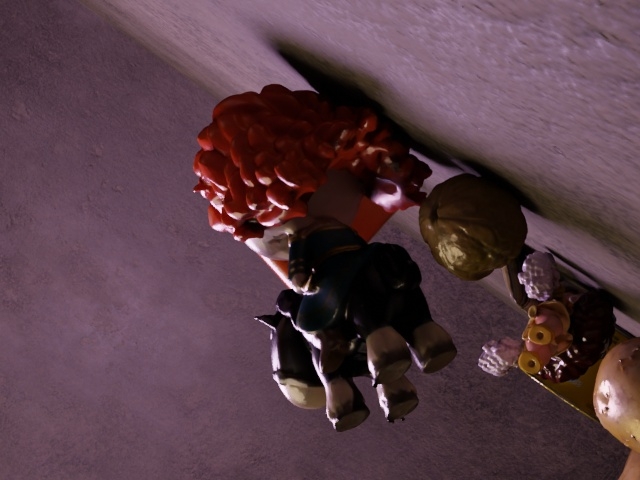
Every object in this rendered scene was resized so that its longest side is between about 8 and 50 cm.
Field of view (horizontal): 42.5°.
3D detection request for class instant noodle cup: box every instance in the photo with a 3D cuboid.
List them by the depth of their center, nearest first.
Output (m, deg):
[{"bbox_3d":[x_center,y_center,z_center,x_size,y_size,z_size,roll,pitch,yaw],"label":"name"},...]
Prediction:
[{"bbox_3d":[0.441,0.201,1.352,0.182,0.144,0.182,34,-178,-1],"label":"instant noodle cup"}]

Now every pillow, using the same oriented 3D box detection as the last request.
[{"bbox_3d":[0.297,0.063,1.176,0.203,0.038,0.113,32,-138,-55],"label":"pillow"}]

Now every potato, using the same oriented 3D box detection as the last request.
[{"bbox_3d":[0.393,0.179,0.827,0.234,0.146,0.150,21,-140,17],"label":"potato"}]

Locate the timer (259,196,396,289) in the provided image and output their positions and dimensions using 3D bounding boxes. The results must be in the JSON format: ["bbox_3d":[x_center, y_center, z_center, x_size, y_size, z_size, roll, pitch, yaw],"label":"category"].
[{"bbox_3d":[-0.003,-0.046,1.397,0.161,0.257,0.250,41,179,-7],"label":"timer"}]

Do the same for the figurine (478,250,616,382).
[{"bbox_3d":[0.295,0.112,1.033,0.116,0.174,0.240,33,-161,34],"label":"figurine"}]

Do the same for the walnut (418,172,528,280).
[{"bbox_3d":[0.151,-0.013,0.810,0.124,0.105,0.105,26,-173,-45],"label":"walnut"}]

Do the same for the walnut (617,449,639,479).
[{"bbox_3d":[0.657,0.488,1.350,0.383,0.383,0.383,35,-179,-1],"label":"walnut"}]

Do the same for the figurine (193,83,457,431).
[{"bbox_3d":[0.001,0.011,0.934,0.306,0.241,0.411,146,109,-70],"label":"figurine"}]
